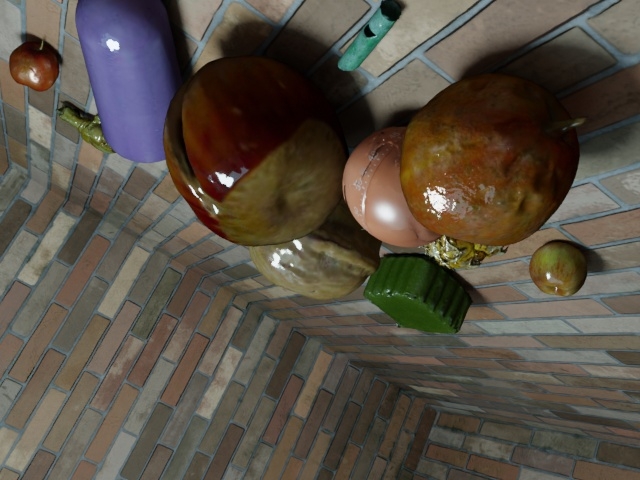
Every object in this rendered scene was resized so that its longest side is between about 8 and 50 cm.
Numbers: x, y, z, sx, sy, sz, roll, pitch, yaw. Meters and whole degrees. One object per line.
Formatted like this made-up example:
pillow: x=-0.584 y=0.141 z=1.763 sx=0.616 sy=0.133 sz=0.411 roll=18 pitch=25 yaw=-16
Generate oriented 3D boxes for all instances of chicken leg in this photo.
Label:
chicken leg: x=-0.713 y=-0.352 z=1.919 sx=0.227 sy=0.088 sz=0.103 roll=39 pitch=168 yaw=-17

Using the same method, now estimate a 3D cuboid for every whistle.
whistle: x=0.077 y=-0.331 z=1.022 sx=0.039 sy=0.039 sz=0.186 roll=30 pitch=161 yaw=-11

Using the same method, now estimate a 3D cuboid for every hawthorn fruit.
hawthorn fruit: x=0.276 y=-0.137 z=0.955 sx=0.277 sy=0.277 sz=0.298 roll=33 pitch=149 yaw=-21
hawthorn fruit: x=-0.741 y=-0.462 z=1.621 sx=0.125 sy=0.140 sz=0.125 roll=43 pitch=-173 yaw=-7

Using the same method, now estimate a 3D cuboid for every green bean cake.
green bean cake: x=0.290 y=0.160 z=1.845 sx=0.250 sy=0.156 sz=0.247 roll=37 pitch=157 yaw=-28

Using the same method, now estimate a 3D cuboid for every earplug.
earplug: x=-0.391 y=-0.360 z=1.306 sx=0.215 sy=0.215 sz=0.456 roll=25 pitch=158 yaw=2

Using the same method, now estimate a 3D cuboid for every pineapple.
pineapple: x=0.282 y=-0.037 z=1.339 sx=0.334 sy=0.158 sz=0.161 roll=26 pitch=161 yaw=1

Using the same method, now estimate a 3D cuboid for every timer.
timer: x=0.163 y=-0.105 z=1.201 sx=0.215 sy=0.229 sz=0.230 roll=37 pitch=170 yaw=35

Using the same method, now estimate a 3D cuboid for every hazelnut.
hazelnut: x=-0.136 y=-0.176 z=1.251 sx=0.359 sy=0.359 sz=0.409 roll=15 pitch=150 yaw=30

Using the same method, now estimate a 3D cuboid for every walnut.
walnut: x=-0.001 y=0.000 z=1.580 sx=0.343 sy=0.306 sz=0.306 roll=27 pitch=161 yaw=-11

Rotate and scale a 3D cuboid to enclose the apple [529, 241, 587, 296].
apple: x=0.527 y=0.065 z=1.378 sx=0.126 sy=0.102 sz=0.126 roll=23 pitch=160 yaw=9
